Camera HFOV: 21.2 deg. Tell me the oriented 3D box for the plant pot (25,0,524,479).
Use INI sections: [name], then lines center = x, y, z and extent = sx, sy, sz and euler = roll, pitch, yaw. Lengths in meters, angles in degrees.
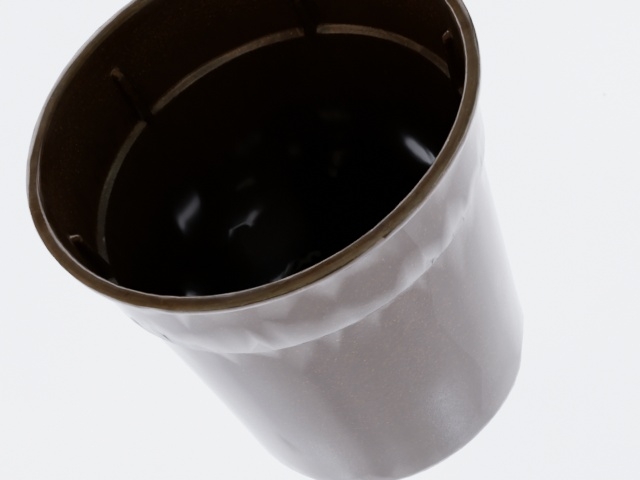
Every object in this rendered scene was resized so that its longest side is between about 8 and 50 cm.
[plant pot]
center = 0.000, 0.000, 0.649
extent = 0.167, 0.165, 0.167
euler = -12, -128, 15
